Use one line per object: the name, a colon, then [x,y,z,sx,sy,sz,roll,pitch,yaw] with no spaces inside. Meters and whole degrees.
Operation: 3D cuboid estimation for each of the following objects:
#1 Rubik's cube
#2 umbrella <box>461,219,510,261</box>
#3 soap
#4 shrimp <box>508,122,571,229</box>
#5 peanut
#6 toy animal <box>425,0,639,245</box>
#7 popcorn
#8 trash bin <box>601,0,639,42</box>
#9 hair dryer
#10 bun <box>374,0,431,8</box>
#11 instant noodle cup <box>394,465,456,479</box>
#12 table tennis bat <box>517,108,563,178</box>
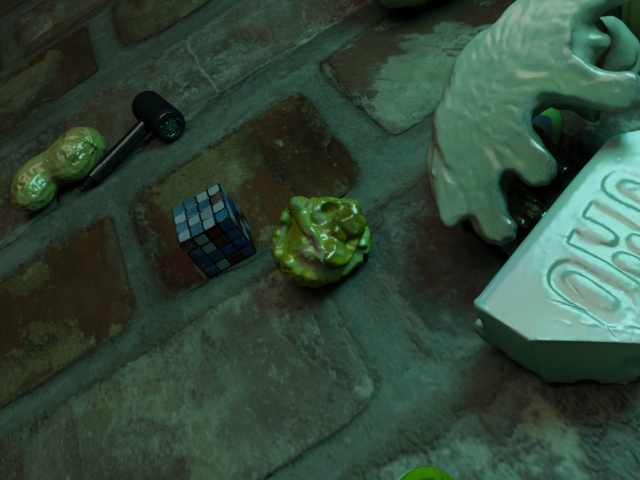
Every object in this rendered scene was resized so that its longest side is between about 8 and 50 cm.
Rubik's cube: [-0.169,-0.016,1.128,0.092,0.092,0.092,-29,44,5]
umbrella: [0.215,-0.009,0.952,0.149,0.022,0.022,43,123,45]
soap: [0.321,0.025,0.782,0.173,0.095,0.289,35,75,30]
shrimp: [0.263,-0.095,0.961,0.145,0.059,0.254,-45,54,-14]
peanut: [-0.540,-0.146,1.457,0.229,0.098,0.103,-38,12,0]
toy animal: [0.268,-0.149,0.884,0.266,0.188,0.307,-1,91,22]
popcorn: [0.000,0.000,1.005,0.145,0.126,0.125,-14,71,-2]
trash bin: [0.488,-0.331,0.940,0.334,0.214,0.214,8,57,28]
hair dryer: [-0.386,-0.183,1.434,0.255,0.070,0.128,-49,46,-5]
bun: [0.191,-0.534,1.326,0.259,0.152,0.259,-23,47,28]
instant noodle cup: [0.026,0.356,0.573,0.222,0.311,0.311,-23,44,25]
table tennis bat: [0.295,-0.187,1.050,0.160,0.039,0.257,28,72,37]
